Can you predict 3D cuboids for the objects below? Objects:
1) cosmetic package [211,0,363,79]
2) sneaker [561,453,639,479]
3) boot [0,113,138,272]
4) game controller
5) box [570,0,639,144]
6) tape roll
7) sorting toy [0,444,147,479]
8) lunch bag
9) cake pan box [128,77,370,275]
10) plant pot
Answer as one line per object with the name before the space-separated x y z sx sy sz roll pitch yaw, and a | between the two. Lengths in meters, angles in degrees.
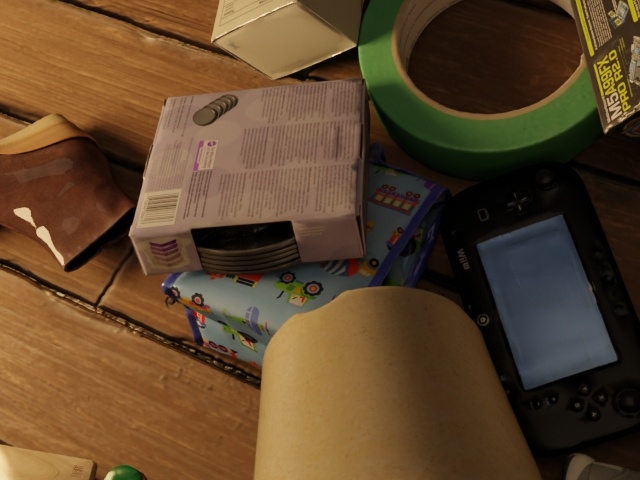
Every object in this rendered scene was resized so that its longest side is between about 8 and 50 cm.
cosmetic package | -0.024 -0.378 1.375 0.160 0.113 0.309 -13 60 43
sneaker | 0.283 0.319 1.023 0.132 0.086 0.229 6 67 14
boot | -0.368 -0.035 1.349 0.248 0.090 0.207 -36 60 -8
game controller | 0.239 0.068 1.156 0.166 0.067 0.319 -16 62 2
box | 0.360 -0.270 1.128 0.060 0.216 0.270 9 59 -30
tape roll | 0.209 -0.229 1.299 0.321 0.077 0.321 -6 64 12
sorting toy | -0.327 0.303 1.208 0.274 0.046 0.132 6 68 16
lunch bag | 0.000 0.000 1.230 0.221 0.138 0.293 17 62 24
cake pan box | -0.068 -0.074 1.203 0.245 0.070 0.267 -7 41 9
plant pot | 0.066 0.224 0.979 0.334 0.334 0.305 -15 46 8
